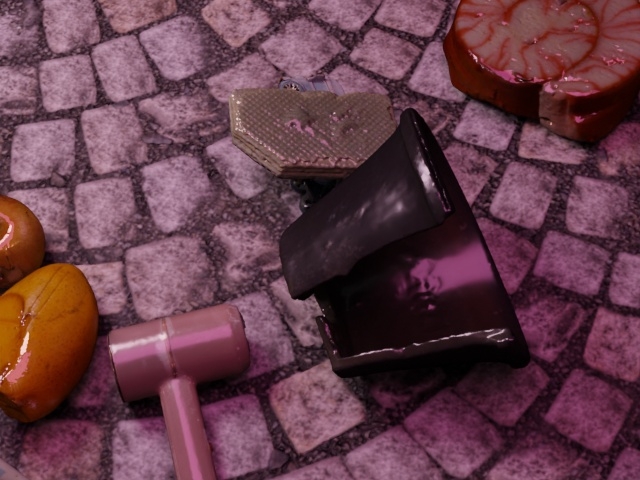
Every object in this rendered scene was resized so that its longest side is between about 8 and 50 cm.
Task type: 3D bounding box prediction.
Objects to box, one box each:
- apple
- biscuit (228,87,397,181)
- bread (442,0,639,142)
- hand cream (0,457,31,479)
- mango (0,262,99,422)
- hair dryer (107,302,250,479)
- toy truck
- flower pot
[{"bbox_3d":[-0.484,-0.001,1.657,0.146,0.146,0.146,-1,57,1],"label":"apple"},{"bbox_3d":[-0.008,-0.160,1.654,0.252,0.052,0.150,1,56,-11],"label":"biscuit"},{"bbox_3d":[0.378,-0.324,1.840,0.327,0.114,0.295,23,61,17],"label":"bread"},{"bbox_3d":[-0.483,0.305,1.500,0.312,0.070,0.111,23,65,20],"label":"hand cream"},{"bbox_3d":[-0.394,0.136,1.570,0.153,0.126,0.252,1,50,16],"label":"mango"},{"bbox_3d":[-0.165,0.261,1.512,0.189,0.107,0.344,-13,67,-8],"label":"hair dryer"},{"bbox_3d":[0.020,-0.143,1.748,0.140,0.108,0.257,-11,59,-20],"label":"toy truck"},{"bbox_3d":[0.102,0.036,1.530,0.251,0.379,0.379,-26,57,12],"label":"flower pot"}]
